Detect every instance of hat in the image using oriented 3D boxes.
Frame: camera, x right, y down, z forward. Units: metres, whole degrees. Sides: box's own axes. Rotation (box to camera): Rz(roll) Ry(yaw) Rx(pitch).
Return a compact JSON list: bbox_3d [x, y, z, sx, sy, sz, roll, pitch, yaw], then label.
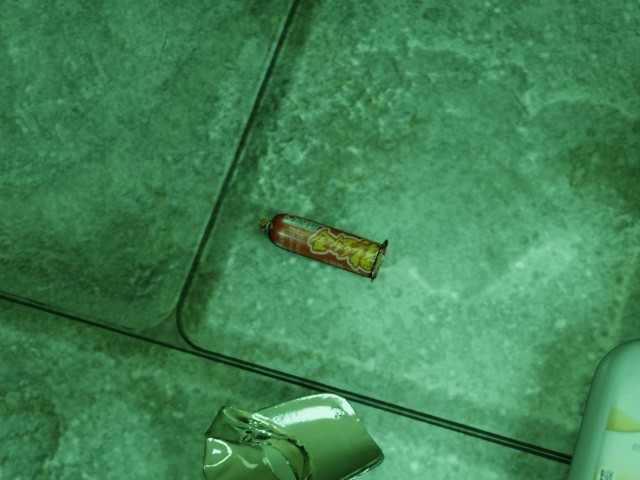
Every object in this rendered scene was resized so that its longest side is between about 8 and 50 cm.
[{"bbox_3d":[-0.023,0.236,1.562,0.175,0.085,0.147,-12,52,-25],"label":"hat"}]

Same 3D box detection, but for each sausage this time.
[{"bbox_3d":[0.000,0.000,1.666,0.145,0.048,0.050,19,108,14],"label":"sausage"}]

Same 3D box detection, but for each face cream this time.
[{"bbox_3d":[0.342,0.177,1.545,0.144,0.071,0.291,18,69,5],"label":"face cream"}]
